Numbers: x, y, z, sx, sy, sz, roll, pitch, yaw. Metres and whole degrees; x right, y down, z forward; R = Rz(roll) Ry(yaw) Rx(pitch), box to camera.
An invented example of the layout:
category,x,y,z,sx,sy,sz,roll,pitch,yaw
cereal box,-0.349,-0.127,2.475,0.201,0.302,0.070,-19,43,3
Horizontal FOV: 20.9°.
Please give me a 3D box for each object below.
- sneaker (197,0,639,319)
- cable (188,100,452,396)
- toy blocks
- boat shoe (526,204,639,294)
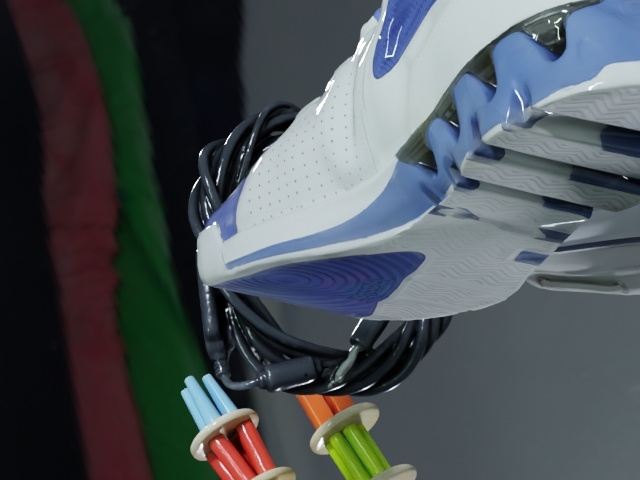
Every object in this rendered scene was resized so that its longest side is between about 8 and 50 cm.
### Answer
category,x,y,z,sx,sy,sz,roll,pitch,yaw
sneaker,0.068,-0.083,0.815,0.127,0.315,0.182,15,-117,-29
cable,0.000,0.000,1.018,0.047,0.150,0.184,89,175,-70
toy blocks,-0.023,0.131,1.159,0.148,0.123,0.054,55,-171,24
boat shoe,0.213,-0.013,0.923,0.088,0.267,0.096,55,-142,-41
